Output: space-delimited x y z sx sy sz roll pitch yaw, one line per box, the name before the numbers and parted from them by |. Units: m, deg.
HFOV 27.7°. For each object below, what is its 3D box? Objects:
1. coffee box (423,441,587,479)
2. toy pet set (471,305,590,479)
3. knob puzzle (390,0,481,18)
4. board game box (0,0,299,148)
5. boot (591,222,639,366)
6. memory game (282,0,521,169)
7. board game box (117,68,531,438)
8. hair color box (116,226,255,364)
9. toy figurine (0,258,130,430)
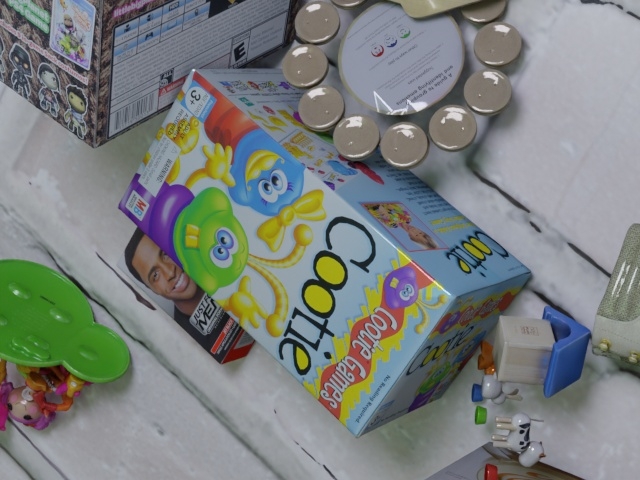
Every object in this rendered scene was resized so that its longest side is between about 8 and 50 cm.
coffee box | 0.196 0.247 0.945 0.246 0.141 0.098 19 106 28
toy pet set | 0.158 0.107 0.973 0.065 0.122 0.114 6 118 -2
knob puzzle | 0.099 -0.263 0.994 0.213 0.030 0.213 1 93 15
board game box | -0.125 -0.256 0.965 0.141 0.232 0.291 34 136 23
boot | 0.272 0.103 0.919 0.165 0.077 0.213 13 98 28
memory game | 0.063 -0.142 1.003 0.186 0.012 0.186 -3 73 11
board game box | 0.000 0.000 1.029 0.275 0.144 0.142 42 115 21
hair color box | -0.110 0.037 1.158 0.141 0.043 0.072 41 115 21
toy figurine | -0.286 0.129 1.256 0.173 0.130 0.159 30 127 -1
